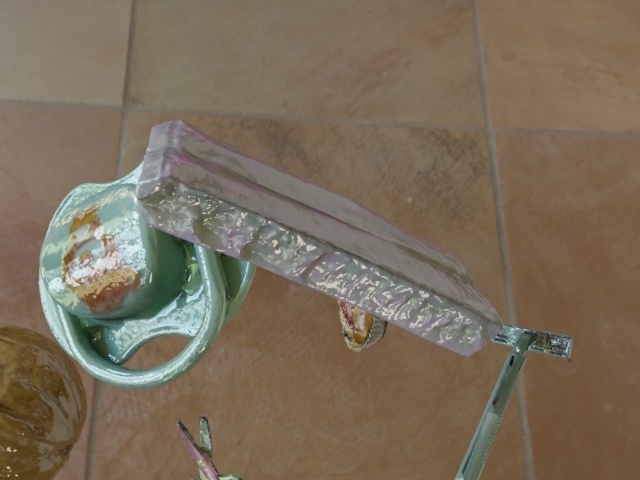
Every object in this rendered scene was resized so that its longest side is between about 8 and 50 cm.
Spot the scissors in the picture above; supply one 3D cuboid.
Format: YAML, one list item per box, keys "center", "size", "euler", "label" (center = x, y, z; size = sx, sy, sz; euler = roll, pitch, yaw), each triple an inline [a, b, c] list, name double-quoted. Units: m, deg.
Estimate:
- center: [-0.215, 0.418, 1.328]
  size: [0.134, 0.020, 0.187]
  euler: [-15, 98, 15]
  label: "scissors"

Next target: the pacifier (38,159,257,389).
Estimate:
- center: [-0.186, 0.038, 0.883]
  size: [0.344, 0.269, 0.288]
  euler: [-20, 73, 28]
  label: "pacifier"

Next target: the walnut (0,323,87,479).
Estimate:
- center: [-0.582, 0.297, 1.240]
  size: [0.333, 0.333, 0.332]
  euler: [3, 68, -7]
  label: "walnut"

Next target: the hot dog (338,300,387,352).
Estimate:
- center: [0.064, 0.079, 1.279]
  size: [0.069, 0.131, 0.252]
  euler: [6, 56, -24]
  label: "hot dog"

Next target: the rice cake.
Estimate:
- center: [0.001, 0.000, 0.551]
  size: [0.298, 0.050, 0.106]
  euler: [24, 26, -20]
  label: "rice cake"

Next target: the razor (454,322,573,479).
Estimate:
- center: [0.170, 0.148, 0.662]
  size: [0.084, 0.035, 0.211]
  euler: [8, 35, 30]
  label: "razor"
